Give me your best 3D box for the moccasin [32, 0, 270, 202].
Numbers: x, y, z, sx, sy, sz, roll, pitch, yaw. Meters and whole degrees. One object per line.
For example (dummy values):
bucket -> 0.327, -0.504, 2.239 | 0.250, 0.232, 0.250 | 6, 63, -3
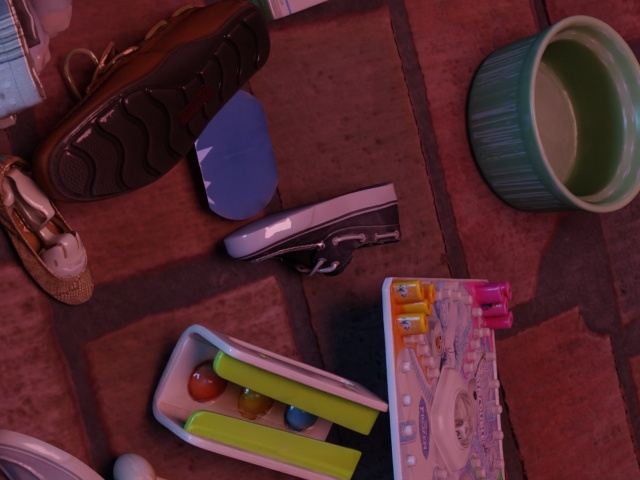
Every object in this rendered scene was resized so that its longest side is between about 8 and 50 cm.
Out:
moccasin -> -0.213, -0.175, 1.595 | 0.380, 0.147, 0.139 | -54, 139, -36

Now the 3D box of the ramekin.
ramekin -> 0.368, -0.184, 2.091 | 0.303, 0.148, 0.304 | 6, 81, -41

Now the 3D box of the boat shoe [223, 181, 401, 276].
boat shoe -> 0.000, 0.000, 1.779 | 0.301, 0.108, 0.102 | -18, 95, -48

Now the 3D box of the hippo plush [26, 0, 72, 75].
hippo plush -> -0.318, -0.338, 1.416 | 0.234, 0.236, 0.294 | -23, 84, -59

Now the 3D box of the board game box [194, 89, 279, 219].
board game box -> -0.119, -0.110, 1.733 | 0.133, 0.033, 0.169 | -24, 105, -46

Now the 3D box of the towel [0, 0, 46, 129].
towel -> -0.449, -0.229, 1.311 | 0.056, 0.324, 0.312 | -57, 130, -78

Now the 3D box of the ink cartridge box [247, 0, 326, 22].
ink cartridge box -> -0.027, -0.368, 1.824 | 0.209, 0.062, 0.109 | -28, 102, -40

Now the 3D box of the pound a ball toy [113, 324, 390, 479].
pound a ball toy -> -0.097, 0.233, 1.658 | 0.319, 0.135, 0.208 | 23, 92, -37

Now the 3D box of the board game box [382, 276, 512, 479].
board game box -> 0.196, 0.245, 1.854 | 0.390, 0.050, 0.390 | 4, 81, -63

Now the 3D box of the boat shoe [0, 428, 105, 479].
boat shoe -> -0.286, 0.292, 1.498 | 0.227, 0.079, 0.081 | 44, 54, -32

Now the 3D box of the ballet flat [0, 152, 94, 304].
ballet flat -> -0.313, -0.011, 1.522 | 0.073, 0.067, 0.206 | -50, 116, -33
